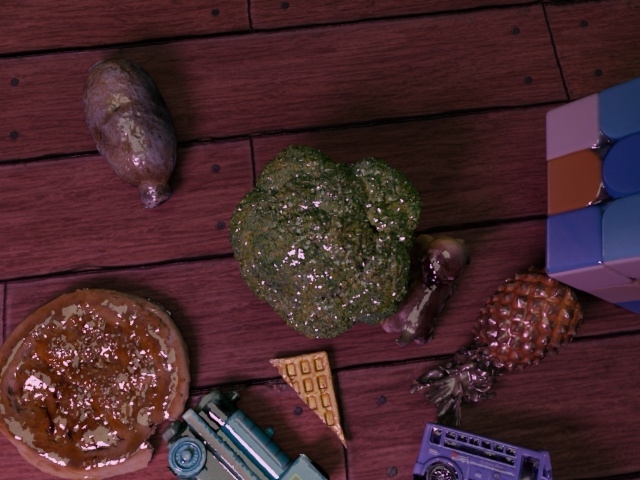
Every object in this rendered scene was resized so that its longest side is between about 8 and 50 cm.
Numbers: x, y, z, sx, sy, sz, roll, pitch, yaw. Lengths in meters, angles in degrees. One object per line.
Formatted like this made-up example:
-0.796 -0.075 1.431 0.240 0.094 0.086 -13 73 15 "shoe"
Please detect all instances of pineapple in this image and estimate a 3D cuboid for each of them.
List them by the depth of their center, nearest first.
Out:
0.329 0.203 1.280 0.361 0.175 0.175 -36 76 4 "pineapple"

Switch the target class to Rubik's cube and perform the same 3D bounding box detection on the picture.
0.644 -0.078 1.203 0.346 0.344 0.347 21 67 -34 "Rubik's cube"

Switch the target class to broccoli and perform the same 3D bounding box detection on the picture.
0.003 0.008 1.244 0.413 0.310 0.321 -24 51 26 "broccoli"

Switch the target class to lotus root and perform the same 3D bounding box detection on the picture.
-0.389 -0.237 1.391 0.174 0.175 0.350 -24 77 -8 "lotus root"

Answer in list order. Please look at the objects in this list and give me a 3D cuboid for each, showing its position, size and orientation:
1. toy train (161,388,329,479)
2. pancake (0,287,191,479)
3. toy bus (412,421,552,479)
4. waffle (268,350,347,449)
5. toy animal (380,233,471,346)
-0.143 0.412 1.217 0.298 0.120 0.194 42 69 10 "toy train"
-0.430 0.269 1.279 0.381 0.071 0.383 0 75 -1 "pancake"
0.317 0.425 1.193 0.292 0.125 0.133 12 63 15 "toy bus"
-0.025 0.316 1.290 0.125 0.032 0.191 -8 71 -5 "waffle"
0.203 0.097 1.300 0.121 0.168 0.233 27 88 8 "toy animal"
